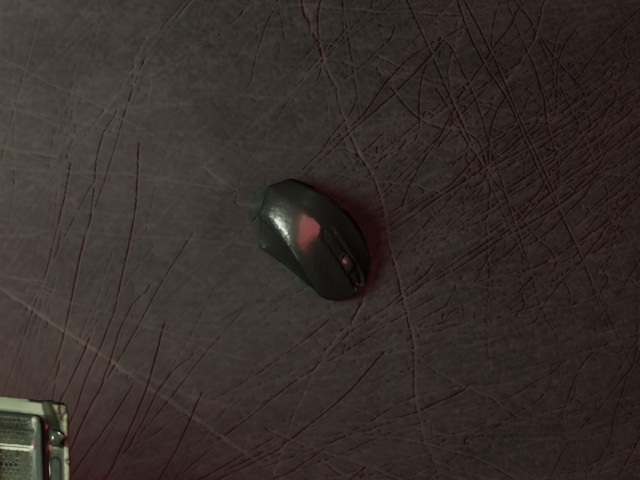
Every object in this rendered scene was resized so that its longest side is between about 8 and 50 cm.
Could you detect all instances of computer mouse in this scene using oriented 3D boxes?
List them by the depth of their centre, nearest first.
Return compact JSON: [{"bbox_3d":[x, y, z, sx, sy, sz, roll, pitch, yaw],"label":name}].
[{"bbox_3d":[0.000,0.000,1.904,0.172,0.057,0.099,48,65,-22],"label":"computer mouse"}]

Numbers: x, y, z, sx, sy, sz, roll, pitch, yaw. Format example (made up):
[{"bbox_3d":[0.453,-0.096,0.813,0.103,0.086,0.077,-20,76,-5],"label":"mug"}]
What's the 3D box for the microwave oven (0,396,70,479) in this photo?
[{"bbox_3d":[-0.389,0.351,1.442,0.247,0.333,0.394,10,66,-38],"label":"microwave oven"}]
